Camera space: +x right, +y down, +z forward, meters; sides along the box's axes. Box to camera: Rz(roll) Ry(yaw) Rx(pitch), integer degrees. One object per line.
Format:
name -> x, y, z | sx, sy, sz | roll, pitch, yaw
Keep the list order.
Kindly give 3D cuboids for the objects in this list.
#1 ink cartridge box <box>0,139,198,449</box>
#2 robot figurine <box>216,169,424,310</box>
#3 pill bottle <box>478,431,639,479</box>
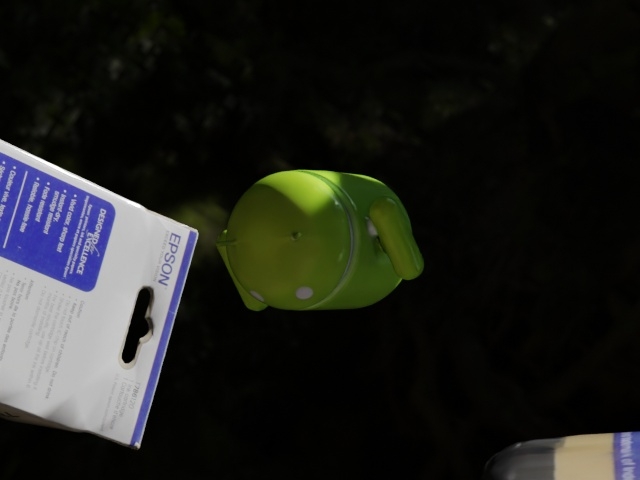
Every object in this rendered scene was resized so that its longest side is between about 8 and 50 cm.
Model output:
ink cartridge box -> -0.241, 0.011, 1.168 | 0.333, 0.165, 0.065 | 26, -20, -34
robot figurine -> 0.000, 0.000, 0.877 | 0.101, 0.067, 0.115 | -10, -6, 30
pill bottle -> 0.143, 0.091, 0.348 | 0.219, 0.122, 0.123 | -5, -25, 10
